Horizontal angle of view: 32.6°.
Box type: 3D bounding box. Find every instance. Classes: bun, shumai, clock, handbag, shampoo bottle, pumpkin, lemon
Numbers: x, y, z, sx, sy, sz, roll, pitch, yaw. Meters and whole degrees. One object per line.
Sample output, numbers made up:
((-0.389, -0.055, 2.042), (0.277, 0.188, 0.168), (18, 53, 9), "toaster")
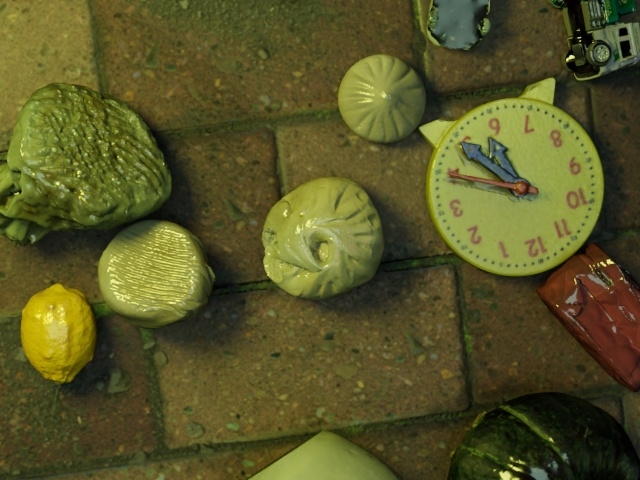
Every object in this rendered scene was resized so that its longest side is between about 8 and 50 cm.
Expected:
((0.000, 0.000, 1.658), (0.193, 0.128, 0.179), (-20, 97, 0), "bun")
((-0.368, -0.098, 1.632), (0.260, 0.222, 0.225), (5, 65, -33), "shumai")
((0.302, -0.086, 1.696), (0.277, 0.071, 0.294), (-26, 96, -1), "clock")
((0.451, 0.116, 1.686), (0.135, 0.146, 0.225), (-42, 96, 6), "handbag")
((0.001, 0.455, 1.596), (0.322, 0.322, 0.317), (-42, 87, 0), "shampoo bottle")
((0.097, -0.215, 1.665), (0.138, 0.094, 0.138), (-1, 97, -6), "bun")
((-0.241, 0.058, 1.654), (0.166, 0.113, 0.173), (-44, 72, -4), "bun")
((0.344, 0.390, 1.651), (0.323, 0.241, 0.323), (0, 89, -19), "pumpkin")
((-0.393, 0.141, 1.652), (0.114, 0.114, 0.155), (-3, 99, -3), "lemon")

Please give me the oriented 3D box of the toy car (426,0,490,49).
((0.216, -0.393, 1.675), (0.095, 0.056, 0.205), (6, 91, -4), "toy car")

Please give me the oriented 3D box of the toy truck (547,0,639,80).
((0.425, -0.361, 1.668), (0.116, 0.110, 0.216), (-14, 95, -13), "toy truck")
